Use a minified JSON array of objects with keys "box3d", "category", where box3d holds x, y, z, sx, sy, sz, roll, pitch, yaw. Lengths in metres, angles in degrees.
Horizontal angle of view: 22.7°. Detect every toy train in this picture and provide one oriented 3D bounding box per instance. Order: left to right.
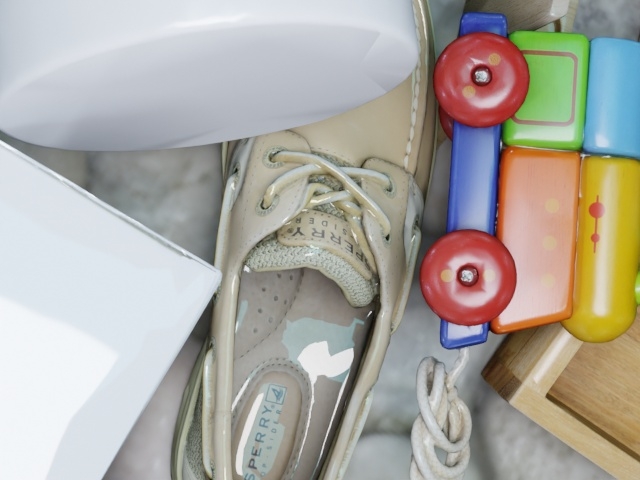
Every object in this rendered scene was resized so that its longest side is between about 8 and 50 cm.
[{"box3d":[0.118,0.026,0.721,0.143,0.105,0.248,3,86,7],"category":"toy train"}]

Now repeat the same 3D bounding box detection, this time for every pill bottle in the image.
[{"box3d":[-0.076,-0.254,0.669,0.229,0.229,0.407,-6,79,-16],"category":"pill bottle"}]

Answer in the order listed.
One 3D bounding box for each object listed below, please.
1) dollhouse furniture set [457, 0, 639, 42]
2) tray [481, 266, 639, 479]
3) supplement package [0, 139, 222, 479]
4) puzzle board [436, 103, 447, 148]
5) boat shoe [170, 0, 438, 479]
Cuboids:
[{"box3d":[0.172,-0.148,0.807,0.151,0.123,0.144,15,82,-14],"category":"dollhouse furniture set"},{"box3d":[0.309,0.107,0.831,0.411,0.076,0.203,35,93,-10],"category":"tray"},{"box3d":[-0.213,0.037,0.672,0.262,0.145,0.204,32,78,-11],"category":"supplement package"},{"box3d":[0.000,-0.075,0.811,0.128,0.011,0.096,43,77,-8],"category":"puzzle board"},{"box3d":[0.000,0.000,0.750,0.109,0.098,0.302,15,86,-12],"category":"boat shoe"}]
